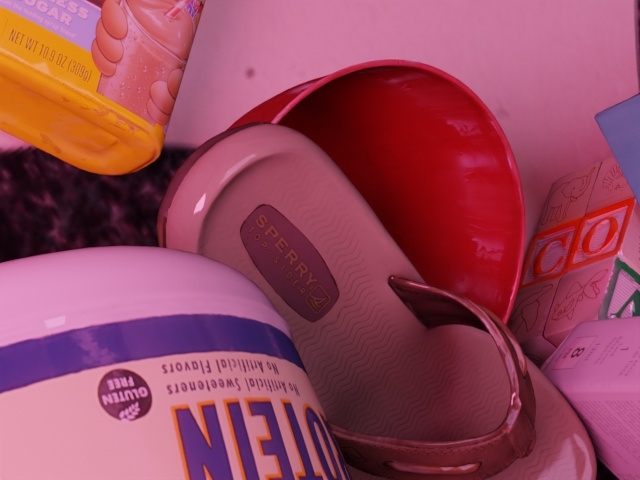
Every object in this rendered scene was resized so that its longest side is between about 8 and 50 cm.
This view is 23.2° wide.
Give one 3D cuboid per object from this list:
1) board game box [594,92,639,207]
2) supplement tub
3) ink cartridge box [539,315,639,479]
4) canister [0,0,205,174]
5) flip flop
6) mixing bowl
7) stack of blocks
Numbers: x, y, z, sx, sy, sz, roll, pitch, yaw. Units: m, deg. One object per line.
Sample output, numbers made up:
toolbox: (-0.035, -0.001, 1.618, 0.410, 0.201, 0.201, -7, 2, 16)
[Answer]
board game box: (0.327, 0.029, 0.898, 0.254, 0.079, 0.336, -28, 92, -40)
supplement tub: (-0.068, 0.191, 0.509, 0.235, 0.235, 0.325, -7, 64, -39)
ink cartridge box: (0.223, 0.110, 0.710, 0.189, 0.232, 0.066, 44, 68, -12)
canister: (-0.110, -0.130, 0.736, 0.126, 0.073, 0.170, 27, 61, -27)
flip flop: (0.040, 0.056, 0.669, 0.112, 0.080, 0.277, -52, 126, -17)
mixing bowl: (0.000, 0.000, 0.741, 0.181, 0.098, 0.181, -10, 106, -35)
stack of blocks: (0.242, 0.102, 0.917, 0.297, 0.087, 0.171, 38, 55, -22)
